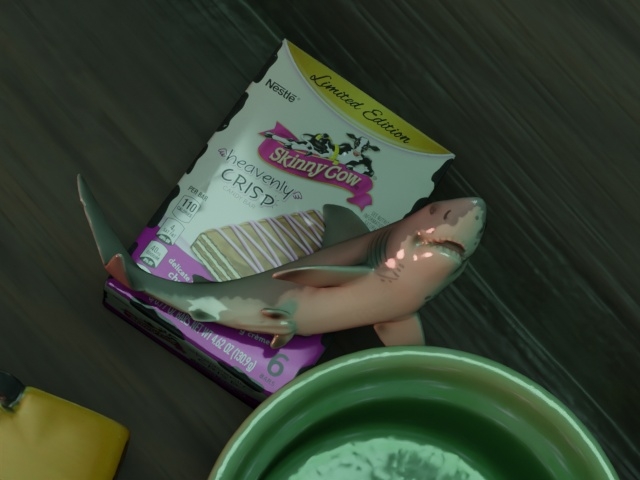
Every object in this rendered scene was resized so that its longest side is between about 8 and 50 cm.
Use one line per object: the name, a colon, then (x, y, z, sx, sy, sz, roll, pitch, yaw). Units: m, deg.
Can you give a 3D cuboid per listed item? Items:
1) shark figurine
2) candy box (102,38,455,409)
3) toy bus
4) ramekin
shark figurine: (-0.021, 0.012, 1.258, 0.278, 0.166, 0.116, -3, 51, 6)
candy box: (-0.030, -0.008, 1.333, 0.159, 0.071, 0.233, 34, 73, 1)
toy bus: (-0.301, 0.121, 1.226, 0.332, 0.130, 0.108, 21, 74, -3)
ramekin: (0.055, 0.234, 1.241, 0.303, 0.148, 0.303, 2, 75, -8)
